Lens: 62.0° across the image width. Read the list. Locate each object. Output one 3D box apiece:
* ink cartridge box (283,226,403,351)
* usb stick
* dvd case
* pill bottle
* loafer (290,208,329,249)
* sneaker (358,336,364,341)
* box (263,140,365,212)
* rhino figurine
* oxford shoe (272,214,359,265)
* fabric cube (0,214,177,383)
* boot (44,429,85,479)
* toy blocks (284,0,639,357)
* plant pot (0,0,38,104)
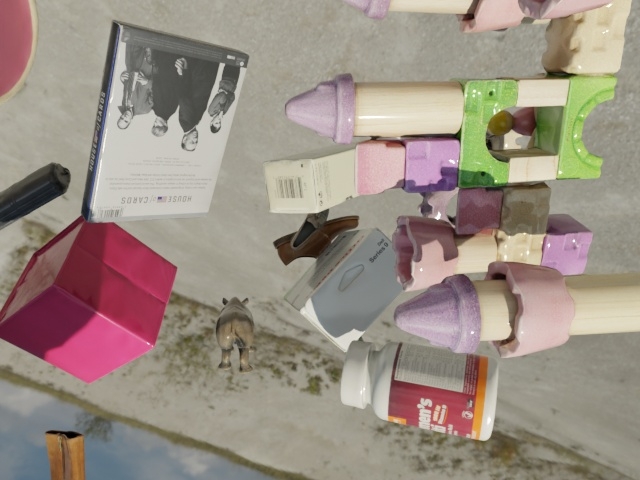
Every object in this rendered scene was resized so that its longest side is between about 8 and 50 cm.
[{"bbox_3d":[0.048,0.090,1.082,0.121,0.211,0.289,44,173,-6],"label":"ink cartridge box"},{"bbox_3d":[-0.525,-0.037,0.850,0.045,0.277,0.077,59,-178,-42],"label":"usb stick"},{"bbox_3d":[-0.195,-0.136,0.677,0.179,0.239,0.029,-6,-146,-47],"label":"dvd case"},{"bbox_3d":[0.149,0.220,0.809,0.221,0.121,0.121,6,166,16],"label":"pill bottle"},{"bbox_3d":[-0.022,-0.029,1.165,0.045,0.125,0.039,36,-176,-2],"label":"loafer"},{"bbox_3d":[0.107,0.297,1.415,0.192,0.064,0.086,64,162,-7],"label":"sneaker"},{"bbox_3d":[0.021,-0.126,1.001,0.113,0.094,0.275,3,-163,35],"label":"box"},{"bbox_3d":[-0.163,0.165,1.027,0.073,0.107,0.243,-4,-172,-8],"label":"rhino figurine"},{"bbox_3d":[0.000,0.000,1.250,0.076,0.212,0.076,77,170,-80],"label":"oxford shoe"},{"bbox_3d":[-0.535,0.131,1.240,0.254,0.259,0.258,-30,125,26],"label":"fabric cube"},{"bbox_3d":[-0.611,0.583,1.225,0.264,0.281,0.096,-16,175,41],"label":"boot"},{"bbox_3d":[0.096,-0.092,0.438,0.259,0.289,0.309,-3,-159,-5],"label":"toy blocks"},{"bbox_3d":[-0.343,-0.186,0.417,0.180,0.202,0.201,13,170,4],"label":"plant pot"}]
